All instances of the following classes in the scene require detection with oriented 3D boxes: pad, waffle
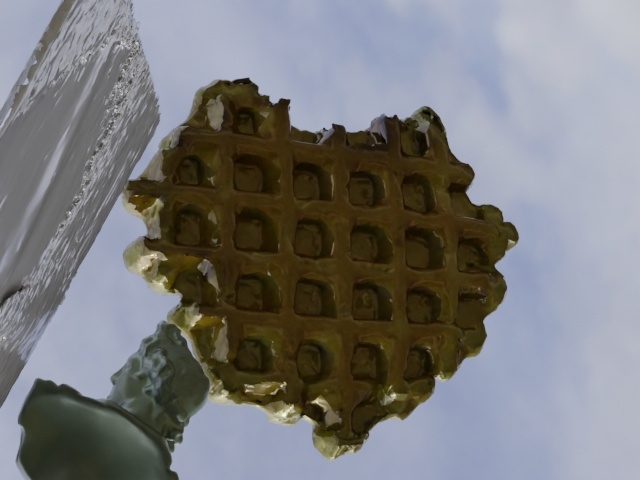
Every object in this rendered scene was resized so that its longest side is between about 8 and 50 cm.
[{"bbox_3d":[-0.078,0.022,0.437,0.004,0.156,0.232,28,174,0],"label":"pad"},{"bbox_3d":[0.001,-0.001,1.286,0.291,0.051,0.291,8,-110,-21],"label":"waffle"}]

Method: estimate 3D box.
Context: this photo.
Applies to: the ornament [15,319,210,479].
[{"bbox_3d":[-0.074,0.074,0.670,0.092,0.041,0.068,-24,-92,-24],"label":"ornament"}]
